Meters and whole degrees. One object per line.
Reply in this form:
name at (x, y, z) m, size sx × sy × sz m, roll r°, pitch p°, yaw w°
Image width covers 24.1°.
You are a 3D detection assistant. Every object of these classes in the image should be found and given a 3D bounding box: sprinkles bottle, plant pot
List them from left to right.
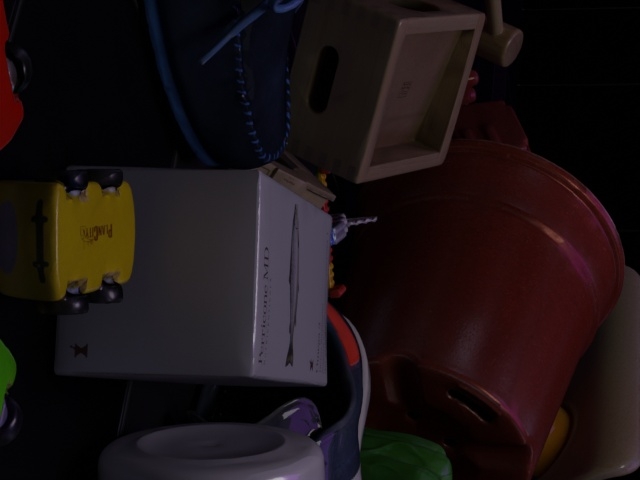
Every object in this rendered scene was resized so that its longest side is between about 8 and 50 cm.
sprinkles bottle at (-0.057, 0.282, 0.810) m, size 0.121 × 0.121 × 0.355 m, roll -28°, pitch 119°, yaw -76°
plant pot at (0.121, 0.094, 1.362) m, size 0.265 × 0.272 × 0.272 m, roll -65°, pitch 154°, yaw -46°

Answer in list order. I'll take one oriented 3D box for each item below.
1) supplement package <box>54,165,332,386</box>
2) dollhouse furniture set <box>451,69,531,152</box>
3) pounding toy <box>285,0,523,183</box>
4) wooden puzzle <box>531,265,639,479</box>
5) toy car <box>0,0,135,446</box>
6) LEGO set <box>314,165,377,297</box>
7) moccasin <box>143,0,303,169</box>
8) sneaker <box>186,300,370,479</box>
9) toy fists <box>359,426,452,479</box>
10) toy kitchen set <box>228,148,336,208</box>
supplement package at (-0.061, 0.025, 0.807) m, size 0.179 × 0.105 × 0.105 m, roll 27°, pitch 65°, yaw -76°
dollhouse furniture set at (0.127, -0.094, 1.700) m, size 0.374 × 0.152 × 0.201 m, roll -103°, pitch -175°, yaw -58°
pounding toy at (0.071, -0.156, 1.165) m, size 0.206 × 0.094 × 0.181 m, roll -15°, pitch 126°, yaw -54°
wooden puzzle at (0.181, 0.190, 1.587) m, size 0.080 × 0.348 × 0.322 m, roll 42°, pitch 34°, yaw -18°
toy car at (-0.139, 0.019, 0.567) m, size 0.239 × 0.053 × 0.225 m, roll 70°, pitch 24°, yaw -57°
LEGO set at (0.000, 0.000, 1.193) m, size 0.182 × 0.060 × 0.244 m, roll 73°, pitch 17°, yaw -54°
moccasin at (-0.041, -0.193, 0.863) m, size 0.138 × 0.117 × 0.342 m, roll -72°, pitch 159°, yaw -55°
sneaker at (-0.033, 0.181, 0.930) m, size 0.148 × 0.131 × 0.350 m, roll 65°, pitch 20°, yaw -60°
toy fists at (0.021, 0.213, 1.122) m, size 0.279 × 0.142 × 0.096 m, roll -41°, pitch 131°, yaw -74°
toy kitchen set at (-0.052, -0.033, 1.052) m, size 0.083 × 0.075 × 0.068 m, roll 25°, pitch 104°, yaw -42°
